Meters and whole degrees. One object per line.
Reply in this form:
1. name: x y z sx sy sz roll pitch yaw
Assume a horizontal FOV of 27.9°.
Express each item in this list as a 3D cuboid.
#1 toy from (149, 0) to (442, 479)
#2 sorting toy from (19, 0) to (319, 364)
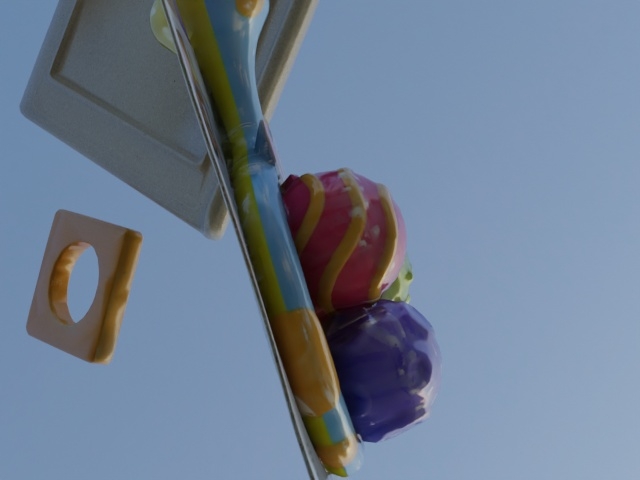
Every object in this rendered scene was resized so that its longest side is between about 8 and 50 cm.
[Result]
1. toy: 0.000 0.000 0.428 0.056 0.137 0.237 -22 -98 3
2. sorting toy: -0.056 -0.110 0.595 0.047 0.196 0.348 15 -78 -43
